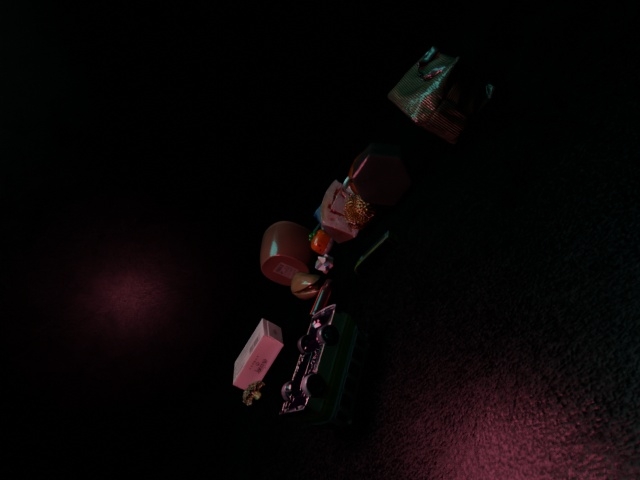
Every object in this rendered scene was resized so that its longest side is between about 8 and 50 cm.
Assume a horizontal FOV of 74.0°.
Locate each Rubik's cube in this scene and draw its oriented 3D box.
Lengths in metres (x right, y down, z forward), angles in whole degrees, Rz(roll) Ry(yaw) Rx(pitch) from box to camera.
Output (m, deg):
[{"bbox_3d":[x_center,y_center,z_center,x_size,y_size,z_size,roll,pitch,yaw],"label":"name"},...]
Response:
[{"bbox_3d":[0.014,0.102,1.920,0.075,0.073,0.084,-56,13,15],"label":"Rubik's cube"}]

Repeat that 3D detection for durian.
[{"bbox_3d":[0.165,-0.123,1.749,0.158,0.137,0.167,-40,34,57],"label":"durian"}]

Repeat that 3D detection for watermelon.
[{"bbox_3d":[0.121,-0.110,1.917,0.212,0.201,0.261,-67,-28,-17],"label":"watermelon"}]

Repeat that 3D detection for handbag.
[{"bbox_3d":[0.414,-0.506,1.465,0.240,0.248,0.340,-56,26,23],"label":"handbag"}]

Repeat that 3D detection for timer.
[{"bbox_3d":[0.000,0.000,2.079,0.099,0.136,0.136,-40,23,38],"label":"timer"}]

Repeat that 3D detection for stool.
[{"bbox_3d":[0.236,-0.253,1.624,0.232,0.232,0.141,-50,15,31],"label":"stool"}]

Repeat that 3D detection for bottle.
[{"bbox_3d":[0.013,0.232,1.691,0.060,0.060,0.164,-31,31,61],"label":"bottle"}]

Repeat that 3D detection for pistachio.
[{"bbox_3d":[-0.060,0.199,1.887,0.135,0.136,0.226,-63,21,-15],"label":"pistachio"}]

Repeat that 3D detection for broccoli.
[{"bbox_3d":[-0.282,0.656,1.828,0.092,0.097,0.095,24,108,34],"label":"broccoli"}]

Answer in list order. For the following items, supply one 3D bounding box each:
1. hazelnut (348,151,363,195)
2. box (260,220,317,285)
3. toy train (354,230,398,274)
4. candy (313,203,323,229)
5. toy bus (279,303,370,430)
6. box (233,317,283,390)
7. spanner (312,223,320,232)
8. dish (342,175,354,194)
[{"bbox_3d":[0.204,-0.276,1.825,0.181,0.181,0.211,-43,-47,-54],"label":"hazelnut"},{"bbox_3d":[-0.167,0.076,2.155,0.301,0.301,0.216,-47,23,39],"label":"box"},{"bbox_3d":[0.191,0.046,1.503,0.209,0.044,0.042,-47,19,37],"label":"toy train"},{"bbox_3d":[0.035,-0.152,2.338,0.187,0.077,0.331,-49,25,11],"label":"candy"},{"bbox_3d":[0.027,0.350,1.170,0.143,0.179,0.305,-40,24,49],"label":"toy bus"},{"bbox_3d":[-0.290,0.532,1.973,0.274,0.116,0.203,-58,14,4],"label":"box"},{"bbox_3d":[-0.019,-0.073,2.492,0.302,0.018,0.071,-52,17,26],"label":"spanner"},{"bbox_3d":[0.167,-0.280,2.157,0.260,0.085,0.260,-52,16,22],"label":"dish"}]
